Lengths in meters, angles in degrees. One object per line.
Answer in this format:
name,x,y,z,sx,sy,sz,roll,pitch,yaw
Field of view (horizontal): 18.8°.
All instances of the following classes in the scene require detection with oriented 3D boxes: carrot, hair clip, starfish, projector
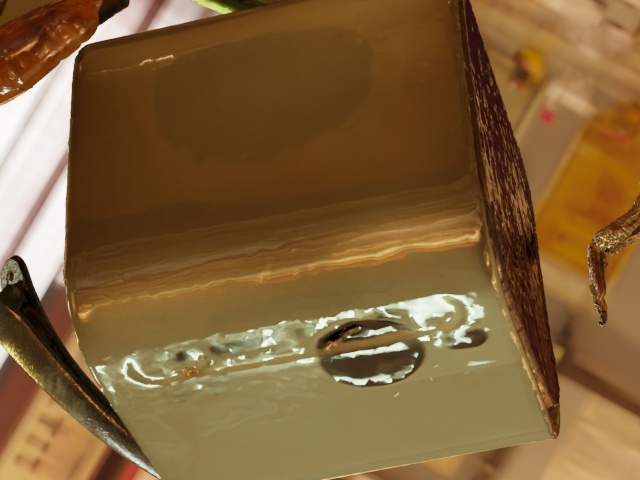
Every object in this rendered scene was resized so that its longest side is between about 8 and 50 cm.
carrot,-0.229,-0.078,1.059,0.059,0.248,0.059,-19,-90,-83
hair clip,-0.162,0.109,1.359,0.229,0.039,0.070,46,-141,4
starfish,0.252,0.020,1.709,0.041,0.130,0.133,26,-144,17
projector,0.000,0.000,1.196,0.249,0.248,0.248,-11,141,11

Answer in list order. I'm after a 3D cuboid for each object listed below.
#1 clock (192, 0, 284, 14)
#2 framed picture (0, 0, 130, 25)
clock,-0.001,-0.280,1.444,0.220,0.106,0.255,25,133,34
framed picture,-0.320,-0.151,1.288,0.324,0.244,0.013,26,142,36
